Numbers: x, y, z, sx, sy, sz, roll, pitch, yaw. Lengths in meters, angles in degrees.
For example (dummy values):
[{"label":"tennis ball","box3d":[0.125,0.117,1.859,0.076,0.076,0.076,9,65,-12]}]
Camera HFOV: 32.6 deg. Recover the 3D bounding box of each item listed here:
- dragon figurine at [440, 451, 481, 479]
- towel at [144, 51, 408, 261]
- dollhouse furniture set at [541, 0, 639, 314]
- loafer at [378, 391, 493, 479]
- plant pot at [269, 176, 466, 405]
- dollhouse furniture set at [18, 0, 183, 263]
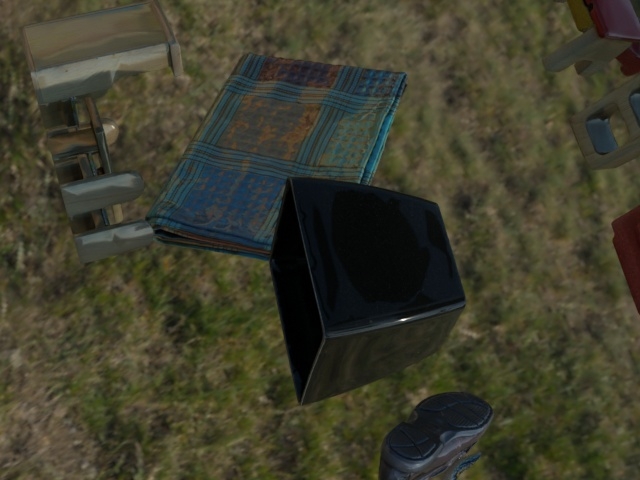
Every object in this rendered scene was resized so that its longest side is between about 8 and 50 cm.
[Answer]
[{"label":"dragon figurine","box3d":[0.136,0.284,0.895,0.144,0.085,0.289,53,9,-5]},{"label":"towel","box3d":[-0.052,-0.122,1.483,0.271,0.040,0.370,10,51,16]},{"label":"dollhouse furniture set","box3d":[0.356,-0.112,1.028,0.201,0.152,0.374,-3,69,-42]},{"label":"loafer","box3d":[0.181,0.333,1.799,0.109,0.095,0.302,31,26,26]},{"label":"plant pot","box3d":[0.050,0.048,1.175,0.167,0.188,0.187,-7,61,-13]},{"label":"dollhouse furniture set","box3d":[-0.241,-0.140,1.283,0.161,0.242,0.212,-15,45,-12]}]
